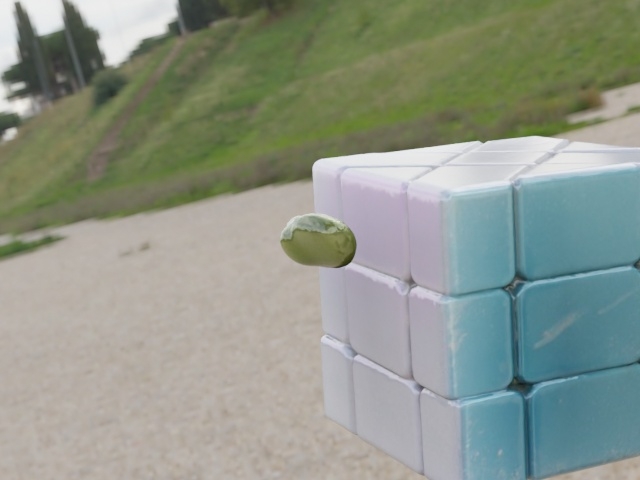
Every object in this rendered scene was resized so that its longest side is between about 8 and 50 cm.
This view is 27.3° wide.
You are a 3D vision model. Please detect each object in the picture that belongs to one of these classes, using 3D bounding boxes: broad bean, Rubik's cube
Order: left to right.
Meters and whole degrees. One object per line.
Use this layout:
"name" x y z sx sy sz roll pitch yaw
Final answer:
"broad bean" 0.000 0.000 1.205 0.083 0.063 0.045 1 44 51
"Rubik's cube" 0.199 0.062 1.437 0.322 0.315 0.319 -7 11 -24
